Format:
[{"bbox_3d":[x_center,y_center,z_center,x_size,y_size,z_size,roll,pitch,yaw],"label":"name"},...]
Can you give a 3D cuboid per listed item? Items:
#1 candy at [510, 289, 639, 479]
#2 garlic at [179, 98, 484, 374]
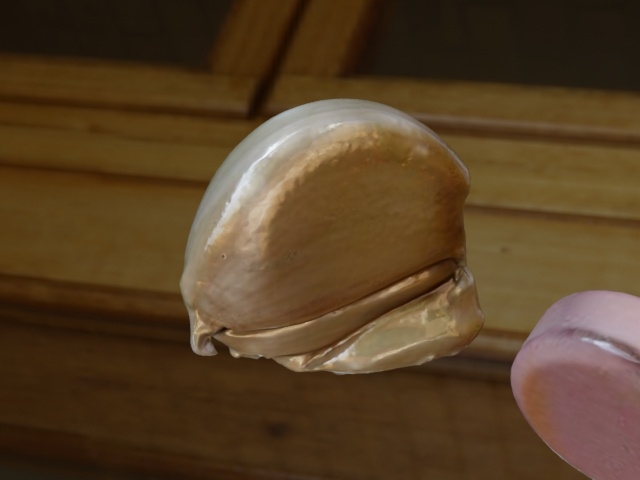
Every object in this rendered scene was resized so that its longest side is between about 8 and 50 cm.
[{"bbox_3d":[0.314,0.156,1.683,0.094,0.255,0.255,-51,-35,-31],"label":"candy"},{"bbox_3d":[0.000,0.000,1.225,0.110,0.228,0.217,-128,29,-56],"label":"garlic"}]
